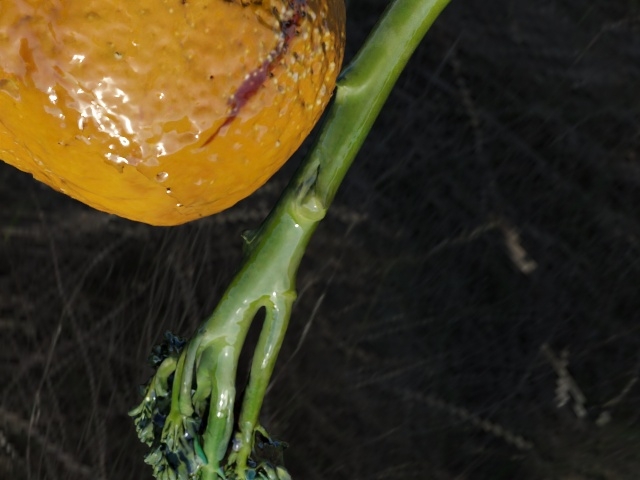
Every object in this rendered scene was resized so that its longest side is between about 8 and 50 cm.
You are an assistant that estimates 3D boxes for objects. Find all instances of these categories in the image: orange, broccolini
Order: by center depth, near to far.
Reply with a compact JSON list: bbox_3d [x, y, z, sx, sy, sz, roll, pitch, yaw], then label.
[{"bbox_3d":[-0.003,0.003,0.500,0.054,0.194,0.052,35,32,7],"label":"broccolini"},{"bbox_3d":[-0.080,-0.098,0.826,0.193,0.193,0.161,31,85,-1],"label":"orange"}]
